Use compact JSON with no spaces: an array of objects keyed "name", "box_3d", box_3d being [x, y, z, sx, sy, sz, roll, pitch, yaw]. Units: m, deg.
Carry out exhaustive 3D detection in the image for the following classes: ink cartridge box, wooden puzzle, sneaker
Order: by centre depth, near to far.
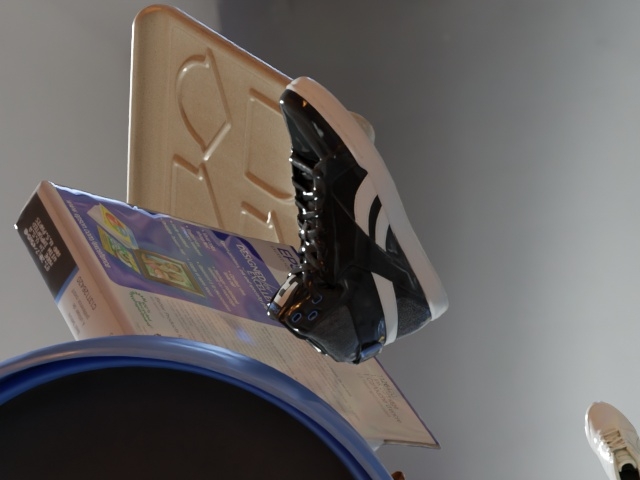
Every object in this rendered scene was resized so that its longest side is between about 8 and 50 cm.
[{"name":"sneaker","box_3d":[0.000,0.000,1.378,0.217,0.121,0.079,60,166,-24]},{"name":"ink cartridge box","box_3d":[-0.085,0.087,1.690,0.307,0.072,0.304,18,-154,-42]},{"name":"sneaker","box_3d":[0.332,0.236,2.101,0.061,0.053,0.152,66,-178,-57]},{"name":"wooden puzzle","box_3d":[-0.074,-0.071,2.160,0.080,0.348,0.322,-26,-46,-39]}]

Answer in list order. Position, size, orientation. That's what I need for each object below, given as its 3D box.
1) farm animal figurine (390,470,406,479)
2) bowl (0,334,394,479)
[{"name":"farm animal figurine","box_3d":[0.100,0.379,1.810,0.172,0.326,0.330,59,164,-22]},{"name":"bowl","box_3d":[-0.114,0.243,1.230,0.077,0.391,0.391,-70,-31,-74]}]
